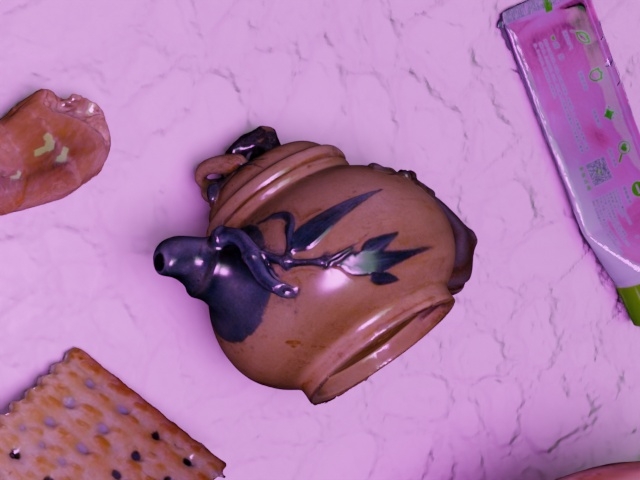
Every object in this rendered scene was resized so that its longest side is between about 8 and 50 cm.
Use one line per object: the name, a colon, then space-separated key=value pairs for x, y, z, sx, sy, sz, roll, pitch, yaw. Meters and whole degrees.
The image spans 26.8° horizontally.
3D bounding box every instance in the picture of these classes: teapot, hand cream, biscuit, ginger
teapot: x=0.000 y=0.000 z=0.912 sx=0.269 sy=0.173 sz=0.182 roll=-21 pitch=69 yaw=-46
hand cream: x=0.222 y=-0.065 z=1.065 sx=0.079 sy=0.050 sz=0.275 roll=-30 pitch=99 yaw=-47
biscuit: x=-0.170 y=0.173 z=0.825 sx=0.139 sy=0.016 sz=0.231 roll=38 pitch=44 yaw=4
ginger: x=-0.285 y=-0.020 z=0.813 sx=0.334 sy=0.081 sz=0.148 roll=-35 pitch=134 yaw=-15

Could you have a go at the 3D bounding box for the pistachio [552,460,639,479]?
pistachio: x=0.166 y=0.350 z=0.943 sx=0.365 sy=0.281 sz=0.445 roll=39 pitch=90 yaw=-30
